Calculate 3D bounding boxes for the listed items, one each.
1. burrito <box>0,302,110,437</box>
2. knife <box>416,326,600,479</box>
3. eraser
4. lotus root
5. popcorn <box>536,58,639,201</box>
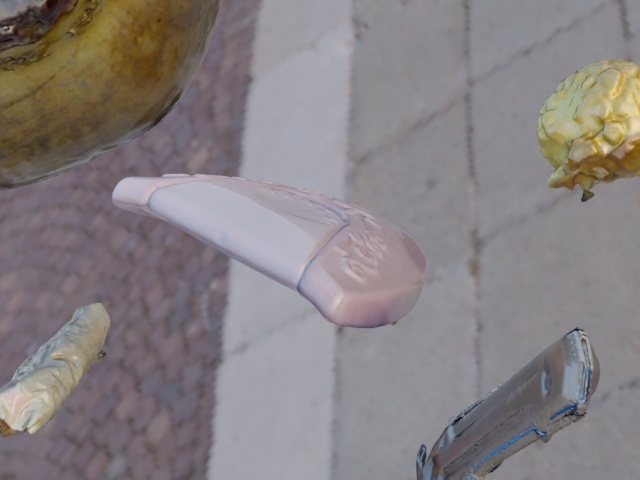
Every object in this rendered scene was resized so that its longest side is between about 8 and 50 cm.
[{"bbox_3d":[-0.190,0.091,1.208,0.045,0.041,0.185,6,18,7],"label":"burrito"},{"bbox_3d":[0.144,0.148,1.301,0.365,0.043,0.089,123,144,-65],"label":"knife"},{"bbox_3d":[0.000,-0.001,1.214,0.204,0.243,0.059,26,104,31],"label":"eraser"},{"bbox_3d":[-0.126,-0.104,0.722,0.173,0.173,0.309,-48,18,3],"label":"lotus root"},{"bbox_3d":[0.348,-0.136,2.100,0.180,0.170,0.180,-10,5,1],"label":"popcorn"}]
